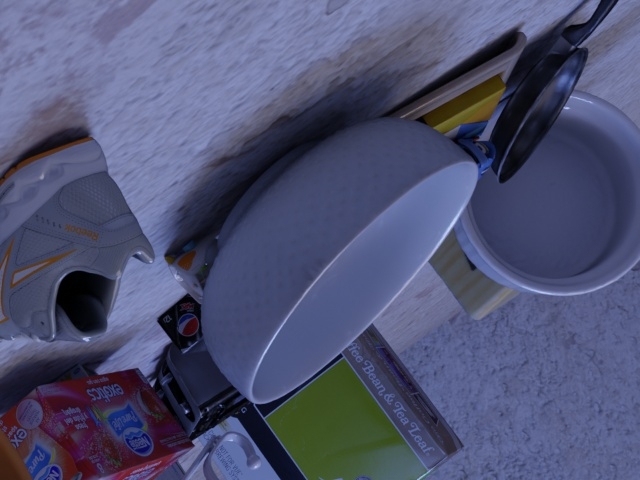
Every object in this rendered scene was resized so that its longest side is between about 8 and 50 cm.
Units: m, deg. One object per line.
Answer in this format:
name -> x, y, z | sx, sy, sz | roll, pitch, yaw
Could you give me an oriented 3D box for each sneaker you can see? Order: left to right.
sneaker -> -0.221, 0.045, 1.029 | 0.099, 0.121, 0.262 | -21, 161, -51
sneaker -> 0.164, -0.093, 1.615 | 0.059, 0.053, 0.144 | -40, 173, 23

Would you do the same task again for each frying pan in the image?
frying pan -> 0.275, -0.195, 1.655 | 0.197, 0.053, 0.326 | -47, 163, -31

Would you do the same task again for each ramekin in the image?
ramekin -> 0.306, -0.056, 1.861 | 0.277, 0.277, 0.135 | -35, 176, -9

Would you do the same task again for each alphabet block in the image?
alphabet block -> 0.278, -0.031, 2.065 | 0.192, 0.193, 0.197 | -29, 167, -41

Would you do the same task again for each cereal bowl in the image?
cereal bowl -> 0.000, 0.000, 1.407 | 0.339, 0.141, 0.339 | -42, 165, -14

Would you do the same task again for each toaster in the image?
toaster -> -0.132, 0.177, 1.875 | 0.185, 0.110, 0.168 | -31, 168, -24

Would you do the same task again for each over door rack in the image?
over door rack -> -0.207, 0.378, 1.595 | 0.239, 0.108, 0.324 | -53, 169, 30

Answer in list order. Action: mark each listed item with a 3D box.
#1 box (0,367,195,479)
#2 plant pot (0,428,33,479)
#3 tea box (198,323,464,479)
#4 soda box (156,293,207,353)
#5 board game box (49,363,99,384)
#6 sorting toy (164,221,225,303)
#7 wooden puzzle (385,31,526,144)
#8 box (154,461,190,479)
box -> -0.263, 0.233, 1.523 | 0.128, 0.123, 0.257 | -40, 169, 13
plant pot -> -0.392, 0.274, 1.120 | 0.203, 0.291, 0.291 | -24, 176, 28
tea box -> 0.007, 0.311, 2.282 | 0.323, 0.329, 0.220 | -38, 169, 8
soda box -> -0.133, 0.098, 1.696 | 0.060, 0.053, 0.169 | -39, 169, 13
board game box -> -0.326, 0.204, 1.608 | 0.154, 0.026, 0.103 | -36, 169, -4
sorting toy -> -0.119, 0.015, 1.438 | 0.075, 0.045, 0.083 | -46, 162, -14
wooden puzzle -> 0.133, -0.128, 1.602 | 0.238, 0.044, 0.221 | -34, 168, -13
box -> -0.310, 0.318, 1.765 | 0.087, 0.169, 0.290 | -43, 168, 31
